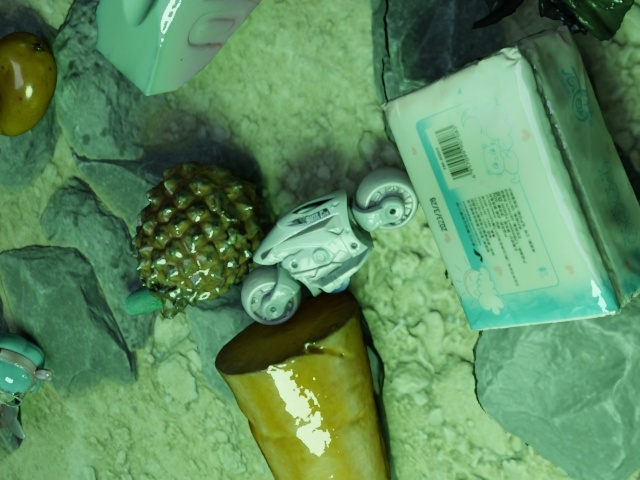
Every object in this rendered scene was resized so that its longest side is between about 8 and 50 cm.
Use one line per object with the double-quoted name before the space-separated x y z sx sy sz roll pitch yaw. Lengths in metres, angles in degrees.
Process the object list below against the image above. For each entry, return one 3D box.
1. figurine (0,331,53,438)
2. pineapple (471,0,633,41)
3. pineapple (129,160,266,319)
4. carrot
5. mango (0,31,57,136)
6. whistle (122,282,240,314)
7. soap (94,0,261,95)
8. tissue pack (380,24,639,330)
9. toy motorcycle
"figurine" -0.532 0.223 1.413 0.205 0.103 0.260 37 125 -14
"pineapple" 0.168 -0.299 0.901 0.310 0.141 0.170 32 132 6
"pineapple" -0.152 0.006 1.106 0.166 0.166 0.193 8 71 26
"carrot" 0.004 0.213 1.106 0.196 0.196 0.254 -15 106 30
"mango" -0.405 -0.206 1.246 0.105 0.084 0.159 51 139 24
"whistle" -0.189 0.065 1.234 0.186 0.039 0.039 -17 96 30
"soap" -0.125 -0.321 1.003 0.109 0.193 0.324 42 119 12
"tissue pack" 0.201 -0.054 0.925 0.201 0.124 0.271 -17 97 49
"toy motorcycle" 0.000 0.000 1.061 0.254 0.112 0.112 -40 83 15
